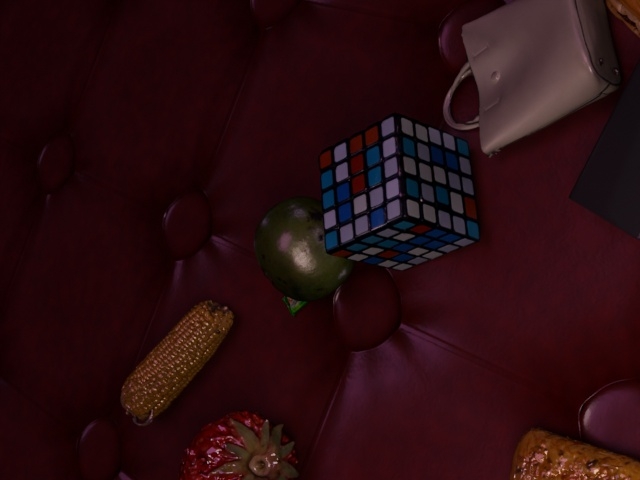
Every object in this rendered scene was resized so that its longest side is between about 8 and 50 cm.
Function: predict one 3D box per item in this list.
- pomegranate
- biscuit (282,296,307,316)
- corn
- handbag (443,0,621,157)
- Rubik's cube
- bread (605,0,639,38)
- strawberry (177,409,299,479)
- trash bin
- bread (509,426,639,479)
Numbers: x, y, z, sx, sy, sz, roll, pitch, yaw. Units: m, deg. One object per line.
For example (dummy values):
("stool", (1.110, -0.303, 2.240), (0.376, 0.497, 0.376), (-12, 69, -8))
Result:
("pomegranate", (-0.001, -0.002, 1.757), (0.225, 0.187, 0.187), (-31, 55, -6))
("biscuit", (-0.032, 0.096, 1.843), (0.089, 0.016, 0.046), (-42, 55, 23))
("corn", (-0.275, 0.226, 1.950), (0.293, 0.106, 0.106), (-50, 52, 17))
("handbag", (0.303, -0.269, 1.620), (0.315, 0.109, 0.241), (-22, 64, 37))
("Rubik's cube", (0.124, -0.071, 1.642), (0.182, 0.184, 0.187), (-24, 60, 43))
("bread", (0.492, -0.351, 1.500), (0.116, 0.077, 0.200), (-42, 49, 17))
("strawberry", (-0.160, 0.404, 1.758), (0.244, 0.205, 0.205), (-29, 60, 47))
("trash bin", (0.474, -0.118, 1.435), (0.165, 0.115, 0.226), (38, 106, 38))
("bread", (0.363, 0.332, 1.414), (0.211, 0.083, 0.114), (10, 80, 39))
